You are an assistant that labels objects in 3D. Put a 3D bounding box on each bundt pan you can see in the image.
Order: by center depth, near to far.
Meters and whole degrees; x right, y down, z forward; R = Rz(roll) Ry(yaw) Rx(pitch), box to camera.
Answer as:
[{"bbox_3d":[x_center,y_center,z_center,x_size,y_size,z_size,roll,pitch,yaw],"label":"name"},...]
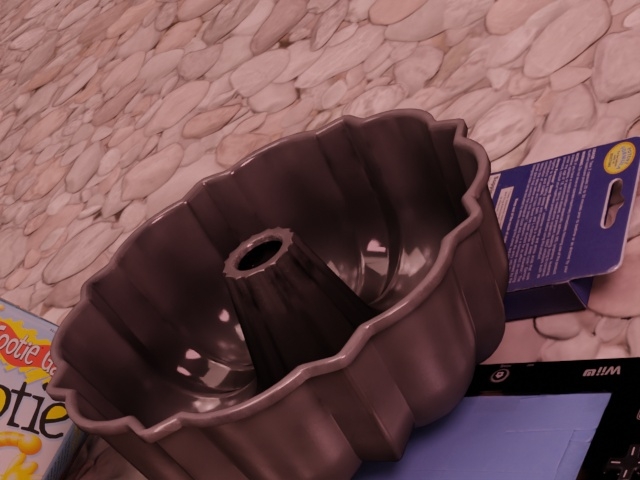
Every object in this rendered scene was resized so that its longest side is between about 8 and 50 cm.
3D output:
[{"bbox_3d":[-0.014,0.054,0.828,0.330,0.124,0.331,-24,27,13],"label":"bundt pan"}]

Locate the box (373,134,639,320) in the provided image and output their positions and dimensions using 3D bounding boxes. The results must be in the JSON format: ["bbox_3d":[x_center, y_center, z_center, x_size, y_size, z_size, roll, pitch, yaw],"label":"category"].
[{"bbox_3d":[0.138,0.001,0.910,0.225,0.036,0.136,-14,40,39],"label":"box"}]

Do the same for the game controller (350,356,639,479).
[{"bbox_3d":[0.093,0.142,0.754,0.319,0.067,0.166,-8,44,41],"label":"game controller"}]

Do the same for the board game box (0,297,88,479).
[{"bbox_3d":[-0.296,0.199,0.973,0.144,0.142,0.275,116,179,-55],"label":"board game box"}]
